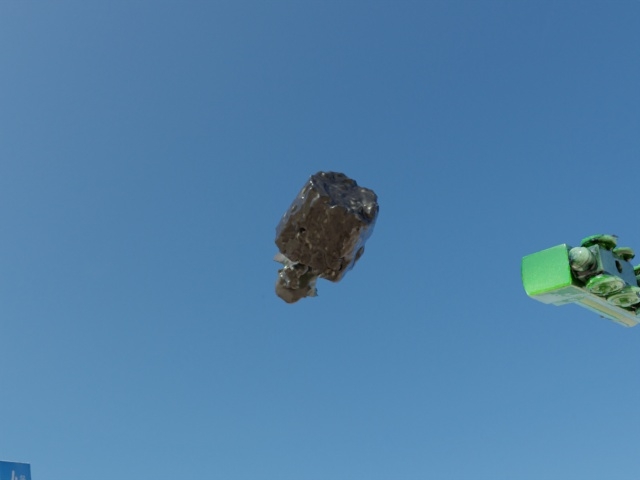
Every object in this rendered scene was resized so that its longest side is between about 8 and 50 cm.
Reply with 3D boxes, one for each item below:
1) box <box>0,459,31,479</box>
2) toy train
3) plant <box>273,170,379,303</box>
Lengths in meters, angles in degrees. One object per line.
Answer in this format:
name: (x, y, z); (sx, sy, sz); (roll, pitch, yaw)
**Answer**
box: (-0.503, 0.288, 0.654); (0.265, 0.048, 0.273); (-20, -26, 2)
toy train: (0.380, 0.064, 0.813); (0.251, 0.085, 0.119); (22, -32, -35)
plant: (0.000, 0.000, 0.943); (0.131, 0.142, 0.203); (37, -48, 5)
